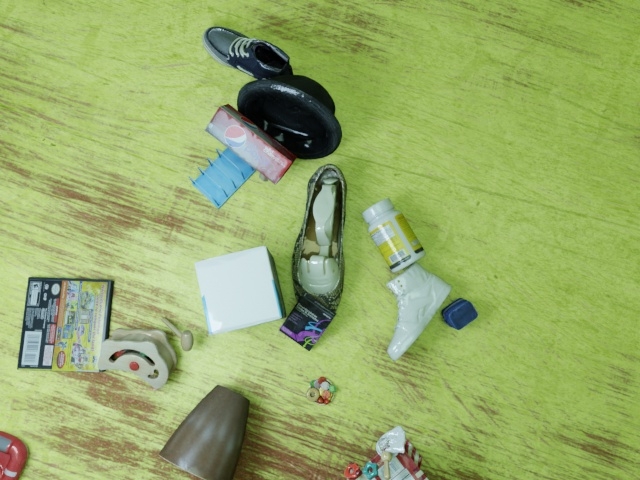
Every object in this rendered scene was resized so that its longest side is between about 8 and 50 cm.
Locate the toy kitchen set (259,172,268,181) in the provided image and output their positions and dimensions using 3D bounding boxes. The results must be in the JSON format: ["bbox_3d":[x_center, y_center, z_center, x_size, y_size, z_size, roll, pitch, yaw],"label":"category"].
[{"bbox_3d":[-0.155,-0.239,1.653,0.083,0.075,0.068,-9,38,-35],"label":"toy kitchen set"}]

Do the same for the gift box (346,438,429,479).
[{"bbox_3d":[0.195,0.690,1.415,0.255,0.258,0.276,-33,62,-7],"label":"gift box"}]

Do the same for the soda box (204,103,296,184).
[{"bbox_3d":[-0.203,-0.287,1.535,0.263,0.083,0.092,37,111,-6],"label":"soda box"}]

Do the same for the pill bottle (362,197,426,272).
[{"bbox_3d":[0.221,-0.017,1.585,0.119,0.119,0.209,-29,84,-6],"label":"pill bottle"}]

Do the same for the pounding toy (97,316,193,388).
[{"bbox_3d":[-0.498,0.329,1.532,0.269,0.155,0.154,1,110,7],"label":"pounding toy"}]

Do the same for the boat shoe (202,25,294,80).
[{"bbox_3d":[-0.230,-0.602,1.635,0.340,0.158,0.127,30,81,2],"label":"boat shoe"}]

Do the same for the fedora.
[{"bbox_3d":[-0.077,-0.396,1.567,0.334,0.334,0.153,22,61,1],"label":"fedora"}]

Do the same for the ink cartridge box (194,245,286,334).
[{"bbox_3d":[-0.215,0.146,1.468,0.197,0.270,0.198,-13,82,-3],"label":"ink cartridge box"}]

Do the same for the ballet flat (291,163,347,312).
[{"bbox_3d":[0.000,0.000,1.542,0.164,0.182,0.483,5,82,1],"label":"ballet flat"}]

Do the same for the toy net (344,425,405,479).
[{"bbox_3d":[0.141,0.575,1.316,0.232,0.122,0.045,-53,128,-19],"label":"toy net"}]

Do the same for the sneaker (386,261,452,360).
[{"bbox_3d":[0.249,0.204,1.566,0.169,0.108,0.292,37,72,5],"label":"sneaker"}]

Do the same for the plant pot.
[{"bbox_3d":[-0.299,0.534,1.455,0.215,0.215,0.230,25,67,2],"label":"plant pot"}]

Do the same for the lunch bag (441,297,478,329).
[{"bbox_3d":[0.419,0.226,1.583,0.098,0.065,0.067,-31,99,-7],"label":"lunch bag"}]

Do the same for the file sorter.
[{"bbox_3d":[-0.304,-0.208,1.601,0.118,0.104,0.170,42,82,4],"label":"file sorter"}]

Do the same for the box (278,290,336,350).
[{"bbox_3d":[-0.040,0.241,1.535,0.116,0.029,0.162,34,120,4],"label":"box"}]

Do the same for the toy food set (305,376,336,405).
[{"bbox_3d":[0.003,0.453,1.555,0.083,0.020,0.083,26,81,2],"label":"toy food set"}]

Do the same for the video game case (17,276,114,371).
[{"bbox_3d":[-0.760,0.251,1.552,0.248,0.035,0.275,2,81,-1],"label":"video game case"}]

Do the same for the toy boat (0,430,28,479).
[{"bbox_3d":[-0.928,0.654,1.425,0.151,0.151,0.231,21,81,1],"label":"toy boat"}]
